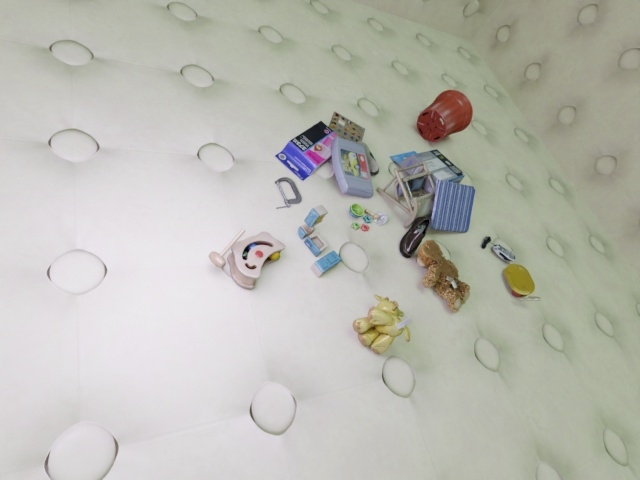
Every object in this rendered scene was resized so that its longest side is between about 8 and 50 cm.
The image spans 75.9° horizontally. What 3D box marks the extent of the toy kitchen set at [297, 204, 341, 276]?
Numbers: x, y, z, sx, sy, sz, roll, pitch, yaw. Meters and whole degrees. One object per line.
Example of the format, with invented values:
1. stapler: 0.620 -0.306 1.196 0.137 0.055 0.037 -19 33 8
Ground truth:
1. toy kitchen set: 0.000 0.000 1.573 0.122 0.166 0.207 -31 76 -41

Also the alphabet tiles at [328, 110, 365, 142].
1. alphabet tiles: 0.135 -0.574 2.176 0.198 0.009 0.237 27 49 -11

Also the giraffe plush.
1. giraffe plush: 0.234 0.286 1.517 0.182 0.210 0.171 62 17 -19

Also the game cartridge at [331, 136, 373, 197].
1. game cartridge: 0.146 -0.349 1.945 0.195 0.060 0.295 4 66 -33

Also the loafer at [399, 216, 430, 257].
1. loafer: 0.429 -0.022 1.860 0.080 0.078 0.220 31 73 -9

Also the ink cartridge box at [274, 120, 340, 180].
1. ink cartridge box: -0.039 -0.431 1.938 0.175 0.069 0.371 42 49 2

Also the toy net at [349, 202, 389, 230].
1. toy net: 0.234 -0.101 1.866 0.232 0.045 0.122 2 57 -29

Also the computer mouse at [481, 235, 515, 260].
1. computer mouse: 0.940 0.055 2.170 0.193 0.042 0.106 36 42 5

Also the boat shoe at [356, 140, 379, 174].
1. boat shoe: 0.238 -0.419 2.102 0.206 0.075 0.065 61 9 24

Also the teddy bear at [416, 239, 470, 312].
1. teddy bear: 0.536 0.161 1.828 0.338 0.113 0.245 43 54 -7

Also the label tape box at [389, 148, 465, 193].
1. label tape box: 0.574 -0.404 2.207 0.240 0.106 0.334 -20 60 -39

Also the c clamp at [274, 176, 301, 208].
1. c clamp: -0.146 -0.206 1.736 0.137 0.022 0.161 -5 61 -32

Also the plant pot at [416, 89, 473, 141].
1. plant pot: 0.737 -0.741 2.496 0.265 0.272 0.272 -37 80 -34

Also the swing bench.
1. swing bench: 0.465 -0.229 2.013 0.253 0.165 0.255 -21 71 -39

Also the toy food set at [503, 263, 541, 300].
1. toy food set: 1.000 0.226 2.070 0.128 0.071 0.218 -5 55 -5

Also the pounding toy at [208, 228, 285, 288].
1. pounding toy: -0.229 0.055 1.406 0.269 0.155 0.154 -26 68 -40

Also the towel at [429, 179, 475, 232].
1. towel: 0.660 -0.167 2.052 0.335 0.040 0.244 3 96 -40
